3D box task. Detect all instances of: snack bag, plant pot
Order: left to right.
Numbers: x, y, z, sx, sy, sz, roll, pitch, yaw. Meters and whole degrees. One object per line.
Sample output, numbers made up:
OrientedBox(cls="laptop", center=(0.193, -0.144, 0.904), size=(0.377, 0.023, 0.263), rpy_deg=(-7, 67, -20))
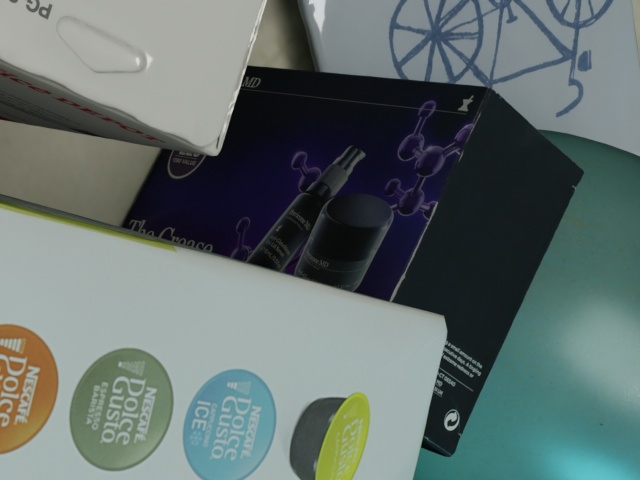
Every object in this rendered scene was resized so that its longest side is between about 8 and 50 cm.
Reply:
OrientedBox(cls="snack bag", center=(0.134, -0.082, 1.238), size=(0.323, 0.037, 0.342), rpy_deg=(-29, 118, -32))
OrientedBox(cls="plant pot", center=(0.143, 0.062, 1.085), size=(0.235, 0.293, 0.293), rpy_deg=(28, 79, -29))

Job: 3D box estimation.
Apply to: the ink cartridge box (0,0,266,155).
OrientedBox(cls="ink cartridge box", center=(-0.167, -0.125, 0.845), size=(0.172, 0.237, 0.100), rpy_deg=(23, 83, -40))

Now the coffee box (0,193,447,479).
OrientedBox(cls="coffee box", center=(-0.198, 0.140, 0.801), size=(0.334, 0.338, 0.337), rpy_deg=(16, 88, -41))

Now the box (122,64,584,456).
OrientedBox(cls="box", center=(0.000, 0.000, 0.992), size=(0.103, 0.261, 0.184), rpy_deg=(39, 72, -37))
